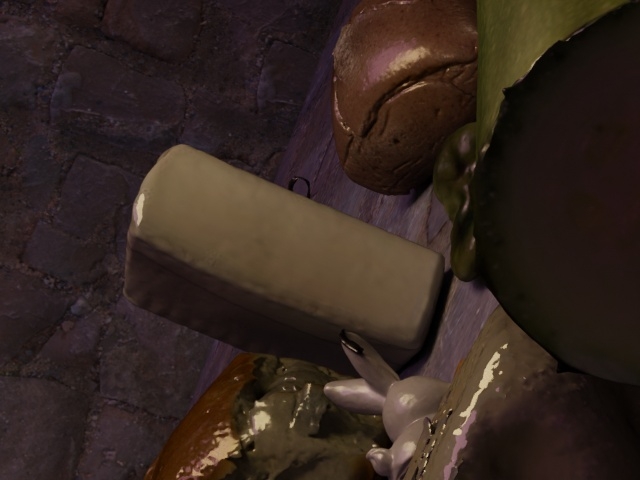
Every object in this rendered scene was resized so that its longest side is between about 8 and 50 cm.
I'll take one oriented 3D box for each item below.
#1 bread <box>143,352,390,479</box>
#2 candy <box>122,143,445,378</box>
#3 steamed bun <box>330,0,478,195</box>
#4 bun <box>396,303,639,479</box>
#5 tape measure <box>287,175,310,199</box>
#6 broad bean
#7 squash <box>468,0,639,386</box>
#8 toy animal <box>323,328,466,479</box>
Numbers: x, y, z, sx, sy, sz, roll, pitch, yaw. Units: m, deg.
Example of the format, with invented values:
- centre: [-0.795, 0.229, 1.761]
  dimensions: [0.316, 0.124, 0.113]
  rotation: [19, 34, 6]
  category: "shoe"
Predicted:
- centre: [-0.055, 0.258, 1.511]
  dimensions: [0.279, 0.225, 0.250]
  rotation: [-59, 8, 9]
  category: "bread"
- centre: [-0.050, 0.039, 1.676]
  dimensions: [0.208, 0.358, 0.145]
  rotation: [120, 172, -64]
  category: "candy"
- centre: [0.111, -0.229, 1.968]
  dimensions: [0.301, 0.199, 0.251]
  rotation: [-55, 13, 41]
  category: "steamed bun"
- centre: [0.134, 0.162, 0.918]
  dimensions: [0.273, 0.168, 0.273]
  rotation: [24, -90, -86]
  category: "bun"
- centre: [-0.003, 0.003, 2.115]
  dimensions: [0.104, 0.180, 0.107]
  rotation: [-45, 14, 16]
  category: "tape measure"
- centre: [0.179, -0.046, 1.554]
  dimensions: [0.207, 0.072, 0.153]
  rotation: [-98, 31, -53]
  category: "broad bean"
- centre: [0.220, -0.118, 0.870]
  dimensions: [0.263, 0.263, 0.384]
  rotation: [-59, 12, 33]
  category: "squash"
- centre: [0.084, 0.153, 1.352]
  dimensions: [0.182, 0.127, 0.131]
  rotation: [-103, 31, -57]
  category: "toy animal"
